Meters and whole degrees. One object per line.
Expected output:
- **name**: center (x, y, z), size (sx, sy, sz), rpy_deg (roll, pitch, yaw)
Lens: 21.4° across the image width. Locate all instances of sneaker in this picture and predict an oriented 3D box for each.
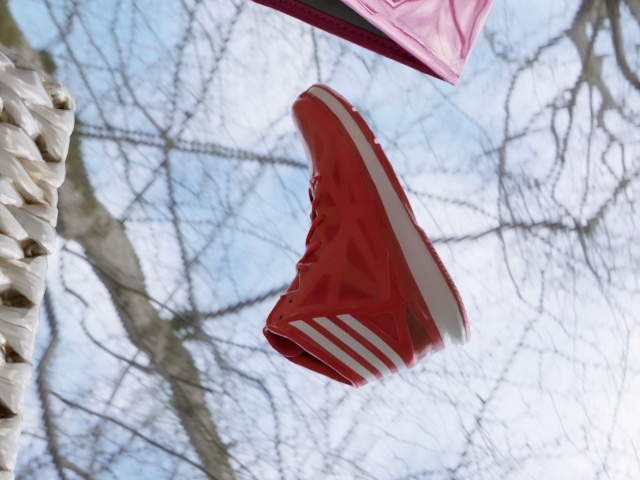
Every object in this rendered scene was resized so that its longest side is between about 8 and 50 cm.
- **sneaker**: center (0.000, 0.000, 1.152), size (0.128, 0.087, 0.221), rpy_deg (-27, -120, -5)

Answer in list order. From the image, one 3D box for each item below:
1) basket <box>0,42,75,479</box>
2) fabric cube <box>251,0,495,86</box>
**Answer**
- **basket**: center (-0.332, 0.000, 0.770), size (0.328, 0.331, 0.267), rpy_deg (-7, -120, 37)
- **fabric cube**: center (-0.028, -0.259, 0.773), size (0.259, 0.254, 0.258), rpy_deg (26, -88, 28)
